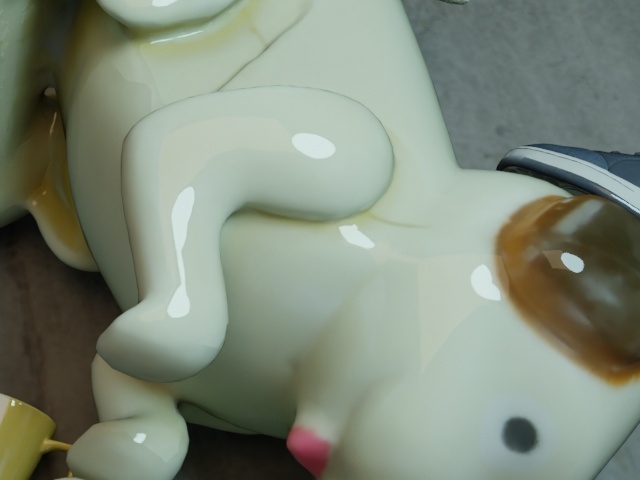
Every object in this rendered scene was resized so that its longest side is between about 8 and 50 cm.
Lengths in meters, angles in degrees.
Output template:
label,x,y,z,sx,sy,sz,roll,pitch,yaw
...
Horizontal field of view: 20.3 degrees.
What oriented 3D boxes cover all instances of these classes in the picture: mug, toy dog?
label,x,y,z,sx,sy,sz,roll,pitch,yaw
mug,-0.183,0.124,1.008,0.078,0.062,0.064,-1,59,38
toy dog,0.000,0.000,1.003,0.395,0.285,0.408,-23,59,-42

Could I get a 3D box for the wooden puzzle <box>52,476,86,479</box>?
label,x,y,z,sx,sy,sz,roll,pitch,yaw
wooden puzzle,-0.086,0.311,0.794,0.322,0.080,0.348,39,51,-1

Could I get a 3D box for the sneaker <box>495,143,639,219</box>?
label,x,y,z,sx,sy,sz,roll,pitch,yaw
sneaker,0.238,-0.039,1.116,0.226,0.086,0.163,23,53,20
